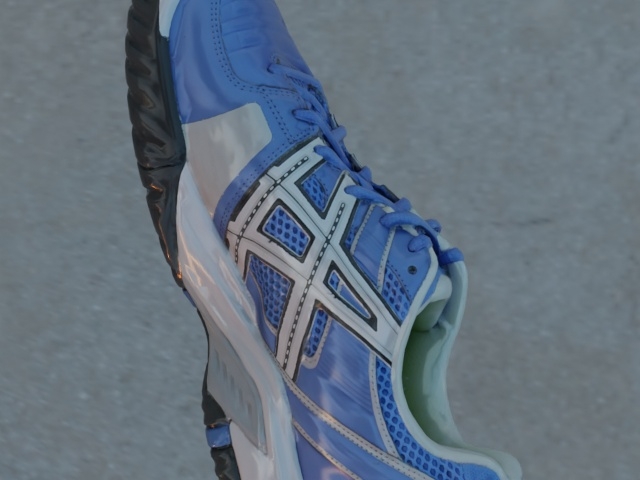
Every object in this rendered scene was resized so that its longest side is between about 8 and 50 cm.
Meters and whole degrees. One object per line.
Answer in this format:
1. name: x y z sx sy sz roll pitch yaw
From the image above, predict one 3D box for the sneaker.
1. sneaker: 0.000 0.000 0.584 0.080 0.081 0.211 -6 79 -71
